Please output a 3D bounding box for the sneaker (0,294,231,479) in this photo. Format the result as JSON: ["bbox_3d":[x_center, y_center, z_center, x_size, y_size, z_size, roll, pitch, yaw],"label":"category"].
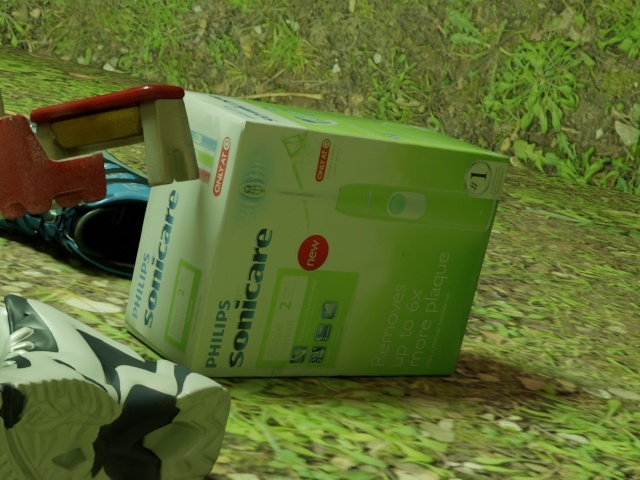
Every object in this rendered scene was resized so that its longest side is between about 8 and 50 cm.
[{"bbox_3d":[-0.174,0.091,0.740,0.153,0.094,0.235,18,12,30],"label":"sneaker"}]

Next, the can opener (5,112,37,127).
[{"bbox_3d":[-0.512,-0.195,1.796,0.283,0.095,0.076,16,12,18],"label":"can opener"}]

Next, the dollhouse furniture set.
[{"bbox_3d":[-0.303,-0.077,0.939,0.374,0.152,0.201,-10,4,15],"label":"dollhouse furniture set"}]

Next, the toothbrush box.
[{"bbox_3d":[0.000,0.000,1.102,0.283,0.206,0.122,5,14,-37],"label":"toothbrush box"}]

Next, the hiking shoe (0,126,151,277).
[{"bbox_3d":[-0.234,-0.039,1.272,0.304,0.113,0.132,14,10,5],"label":"hiking shoe"}]
